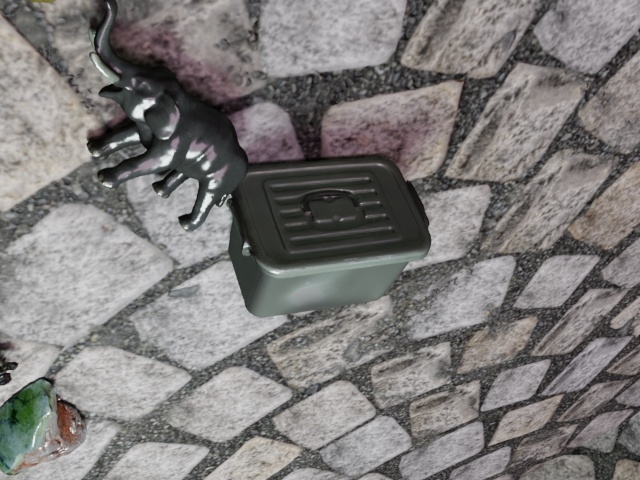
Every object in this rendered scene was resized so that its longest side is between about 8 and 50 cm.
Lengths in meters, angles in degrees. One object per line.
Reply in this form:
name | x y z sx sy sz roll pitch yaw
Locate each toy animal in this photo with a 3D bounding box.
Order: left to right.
toy animal | -0.174 -0.113 0.753 0.137 0.082 0.269 -37 136 7

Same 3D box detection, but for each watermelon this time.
watermelon | -0.401 0.285 1.076 0.139 0.071 0.187 11 128 -43

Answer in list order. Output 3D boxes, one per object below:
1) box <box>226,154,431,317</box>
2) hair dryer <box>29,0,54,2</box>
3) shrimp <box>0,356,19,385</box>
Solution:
box | 0.000 0.000 0.921 0.243 0.163 0.135 -8 146 -23
hair dryer | -0.293 -0.165 0.556 0.135 0.090 0.278 27 91 -47
shrimp | -0.463 0.169 0.909 0.174 0.076 0.082 18 146 -41
